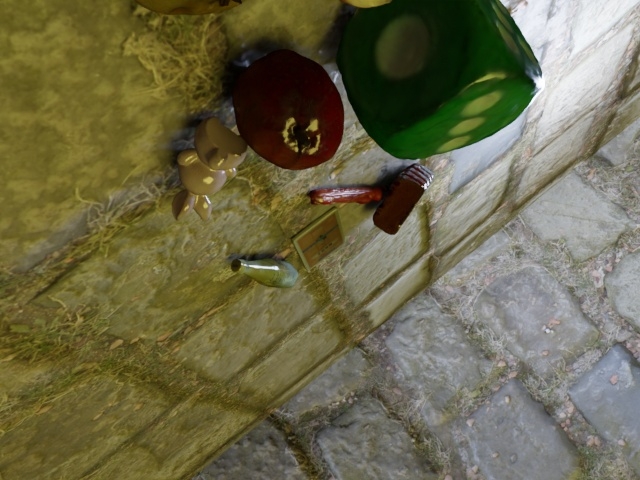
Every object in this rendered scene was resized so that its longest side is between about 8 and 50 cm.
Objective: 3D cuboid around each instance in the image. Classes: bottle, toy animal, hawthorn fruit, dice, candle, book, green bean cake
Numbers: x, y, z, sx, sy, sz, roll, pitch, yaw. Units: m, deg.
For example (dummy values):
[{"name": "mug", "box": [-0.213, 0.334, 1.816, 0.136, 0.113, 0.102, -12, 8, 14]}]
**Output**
[{"name": "bottle", "box": [-0.161, 0.087, 1.549, 0.083, 0.083, 0.270, -47, 151, 14]}, {"name": "toy animal", "box": [-0.237, -0.136, 1.066, 0.124, 0.124, 0.212, -6, 147, -50]}, {"name": "hawthorn fruit", "box": [-0.056, -0.226, 0.985, 0.215, 0.249, 0.215, -6, 131, -7]}, {"name": "dice", "box": [0.230, -0.340, 1.062, 0.297, 0.287, 0.300, -31, 164, 36]}, {"name": "candle", "box": [0.087, -0.129, 1.571, 0.329, 0.051, 0.048, -9, 167, -47]}, {"name": "book", "box": [0.001, 0.001, 1.703, 0.170, 0.018, 0.241, -37, 155, -7]}, {"name": "green bean cake", "box": [0.252, -0.126, 1.696, 0.232, 0.097, 0.198, -59, 173, 34]}]

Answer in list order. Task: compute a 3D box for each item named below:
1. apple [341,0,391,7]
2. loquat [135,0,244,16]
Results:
[{"name": "apple", "box": [0.039, -0.459, 0.666, 0.293, 0.163, 0.251, -57, 144, 5]}, {"name": "loquat", "box": [-0.162, -0.374, 0.652, 0.213, 0.213, 0.213, -32, 154, -18]}]
